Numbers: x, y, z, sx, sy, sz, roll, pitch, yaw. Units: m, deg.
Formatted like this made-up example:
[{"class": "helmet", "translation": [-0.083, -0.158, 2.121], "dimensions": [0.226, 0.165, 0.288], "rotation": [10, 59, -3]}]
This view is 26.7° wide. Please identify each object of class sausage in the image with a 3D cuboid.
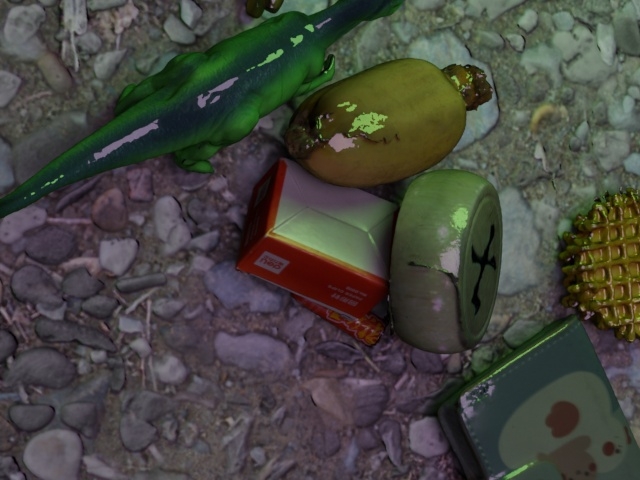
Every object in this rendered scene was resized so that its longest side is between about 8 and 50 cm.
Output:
[{"class": "sausage", "translation": [0.016, 0.080, 1.698], "dimensions": [0.145, 0.048, 0.050], "rotation": [34, 121, -15]}]

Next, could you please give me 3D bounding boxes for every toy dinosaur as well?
[{"class": "toy dinosaur", "translation": [-0.100, -0.158, 1.457], "dimensions": [0.375, 0.500, 0.144], "rotation": [-28, 99, 30]}]

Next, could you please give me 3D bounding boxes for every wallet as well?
[{"class": "wallet", "translation": [0.313, 0.308, 1.791], "dimensions": [0.252, 0.083, 0.360], "rotation": [-29, 101, -20]}]

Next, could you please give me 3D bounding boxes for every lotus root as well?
[{"class": "lotus root", "translation": [0.076, -0.141, 1.645], "dimensions": [0.303, 0.131, 0.146], "rotation": [-23, 71, -36]}]

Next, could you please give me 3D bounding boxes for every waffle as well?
[{"class": "waffle", "translation": [0.413, 0.032, 1.817], "dimensions": [0.193, 0.070, 0.197], "rotation": [30, 81, -17]}]

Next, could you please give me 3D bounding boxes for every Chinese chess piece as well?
[{"class": "Chinese chess piece", "translation": [0.156, 0.029, 1.651], "dimensions": [0.092, 0.238, 0.237], "rotation": [8, 90, 20]}]

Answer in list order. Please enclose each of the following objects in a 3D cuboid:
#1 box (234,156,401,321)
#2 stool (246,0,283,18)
[{"class": "box", "translation": [0.000, 0.000, 1.644], "dimensions": [0.182, 0.099, 0.133], "rotation": [22, 53, -19]}, {"class": "stool", "translation": [-0.083, -0.338, 1.613], "dimensions": [0.134, 0.135, 0.110], "rotation": [25, 87, 27]}]
